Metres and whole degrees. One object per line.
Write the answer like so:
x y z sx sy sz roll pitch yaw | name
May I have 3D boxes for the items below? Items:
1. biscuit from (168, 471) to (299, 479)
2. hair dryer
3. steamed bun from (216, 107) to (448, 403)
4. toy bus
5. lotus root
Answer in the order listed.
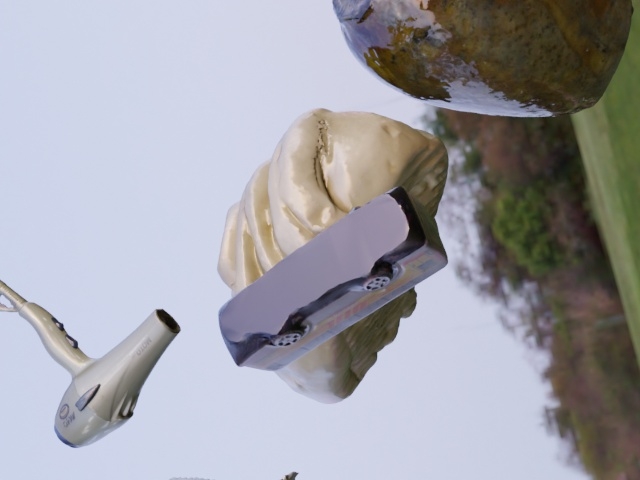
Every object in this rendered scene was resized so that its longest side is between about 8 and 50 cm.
-0.120 0.347 1.118 0.079 0.186 0.309 30 -121 -40 | biscuit
-0.222 0.081 1.246 0.199 0.167 0.067 60 -159 10 | hair dryer
0.000 0.000 1.644 0.339 0.247 0.352 -55 -30 -23 | steamed bun
0.008 0.030 0.907 0.072 0.172 0.057 24 -141 -55 | toy bus
0.189 -0.275 1.581 0.346 0.250 0.251 9 -122 -28 | lotus root
